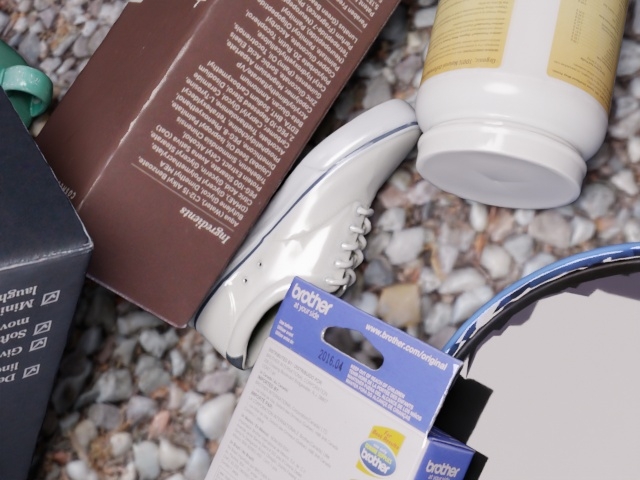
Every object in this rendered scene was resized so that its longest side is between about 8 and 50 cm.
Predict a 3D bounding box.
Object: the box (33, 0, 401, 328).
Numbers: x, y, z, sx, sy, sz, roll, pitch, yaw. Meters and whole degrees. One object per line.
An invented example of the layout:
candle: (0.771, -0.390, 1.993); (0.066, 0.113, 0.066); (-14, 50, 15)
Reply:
box: (-0.091, -0.141, 0.749); (0.381, 0.143, 0.191); (-59, 34, -4)

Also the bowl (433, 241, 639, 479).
bowl: (0.228, 0.185, 0.593); (0.391, 0.077, 0.391); (-6, 71, 19)

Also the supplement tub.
supplement tub: (0.152, -0.137, 0.688); (0.144, 0.144, 0.200); (9, 76, 23)

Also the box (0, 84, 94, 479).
box: (-0.367, 0.087, 0.630); (0.212, 0.293, 0.395); (53, 136, 27)

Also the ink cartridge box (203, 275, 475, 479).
ink cartridge box: (-0.012, 0.198, 0.631); (0.185, 0.065, 0.311); (24, 92, 50)

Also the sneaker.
sneaker: (0.000, 0.000, 0.741); (0.258, 0.094, 0.091); (-46, 73, 11)

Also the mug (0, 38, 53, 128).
mug: (-0.341, -0.137, 0.900); (0.157, 0.097, 0.129); (37, 88, 26)
